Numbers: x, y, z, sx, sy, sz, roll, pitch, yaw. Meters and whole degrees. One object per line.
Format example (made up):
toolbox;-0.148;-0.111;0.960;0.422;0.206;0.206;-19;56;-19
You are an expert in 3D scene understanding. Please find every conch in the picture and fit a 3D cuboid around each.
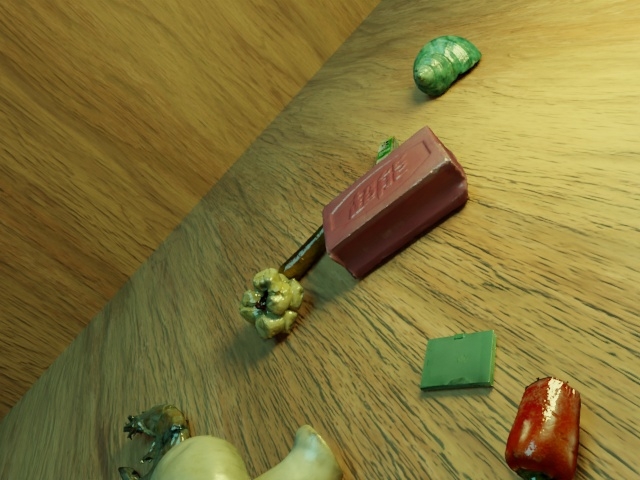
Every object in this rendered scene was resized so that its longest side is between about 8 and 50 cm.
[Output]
conch;0.367;-0.537;1.565;0.196;0.134;0.202;0;52;57

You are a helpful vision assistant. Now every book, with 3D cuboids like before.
book;0.239;0.207;0.885;0.135;0.017;0.103;-21;39;42

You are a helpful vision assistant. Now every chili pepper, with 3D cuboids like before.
chili pepper;0.283;0.274;0.658;0.084;0.086;0.192;11;47;27

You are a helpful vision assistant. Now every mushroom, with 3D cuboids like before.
mushroom;-0.165;0.450;0.841;0.315;0.315;0.356;-3;61;54

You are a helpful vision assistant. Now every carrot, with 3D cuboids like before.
carrot;0.000;0.000;1.467;0.314;0.066;0.066;-47;27;-6

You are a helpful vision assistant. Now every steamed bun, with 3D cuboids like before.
steamed bun;-0.140;0.171;1.347;0.177;0.106;0.192;33;103;59

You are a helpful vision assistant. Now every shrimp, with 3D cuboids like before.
shrimp;-0.467;0.560;1.379;0.360;0.085;0.247;-5;55;48

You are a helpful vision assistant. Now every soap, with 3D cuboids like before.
soap;0.179;-0.094;1.257;0.359;0.128;0.233;-38;27;18

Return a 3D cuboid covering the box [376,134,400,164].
box;0.197;-0.231;1.503;0.050;0.041;0.207;-27;34;34
